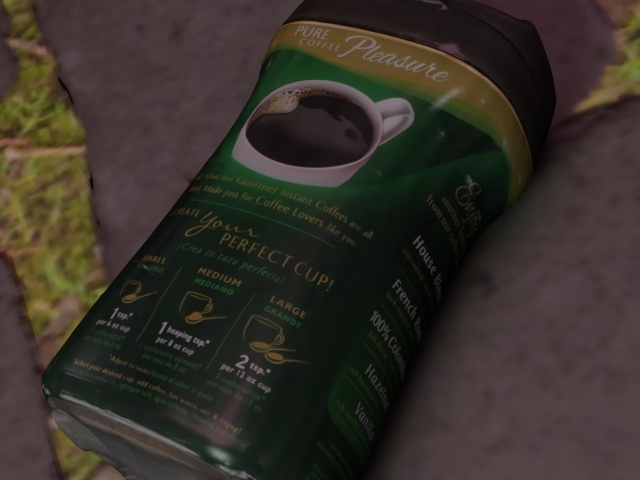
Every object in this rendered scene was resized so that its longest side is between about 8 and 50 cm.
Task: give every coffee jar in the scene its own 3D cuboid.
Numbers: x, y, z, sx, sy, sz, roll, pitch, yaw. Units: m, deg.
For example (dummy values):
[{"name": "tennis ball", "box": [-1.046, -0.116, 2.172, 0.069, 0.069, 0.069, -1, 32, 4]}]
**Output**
[{"name": "coffee jar", "box": [0.000, 0.000, 0.457, 0.096, 0.079, 0.184, 19, 64, 31]}]
